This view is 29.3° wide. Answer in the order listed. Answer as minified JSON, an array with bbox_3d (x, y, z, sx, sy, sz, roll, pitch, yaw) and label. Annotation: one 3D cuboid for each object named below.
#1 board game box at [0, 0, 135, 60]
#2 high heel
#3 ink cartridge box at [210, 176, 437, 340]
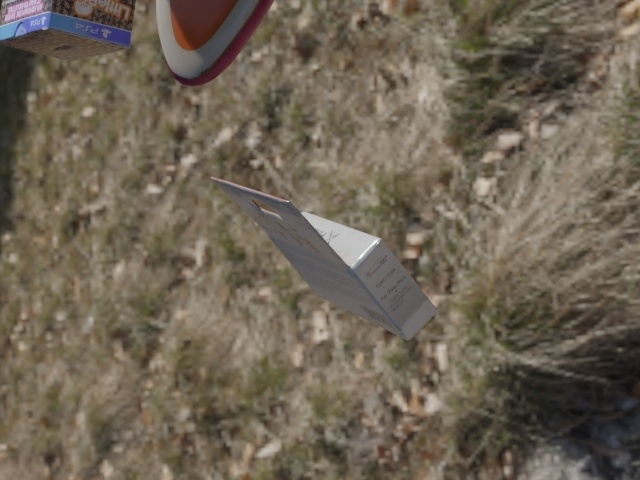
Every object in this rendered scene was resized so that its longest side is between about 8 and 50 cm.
[{"bbox_3d":[-0.398,-0.453,1.970,0.232,0.141,0.291,5,87,56],"label":"board game box"},{"bbox_3d":[-0.062,-0.292,1.294,0.181,0.127,0.377,64,-138,-61],"label":"high heel"},{"bbox_3d":[0.000,0.000,1.679,0.261,0.066,0.296,50,168,-23],"label":"ink cartridge box"}]
